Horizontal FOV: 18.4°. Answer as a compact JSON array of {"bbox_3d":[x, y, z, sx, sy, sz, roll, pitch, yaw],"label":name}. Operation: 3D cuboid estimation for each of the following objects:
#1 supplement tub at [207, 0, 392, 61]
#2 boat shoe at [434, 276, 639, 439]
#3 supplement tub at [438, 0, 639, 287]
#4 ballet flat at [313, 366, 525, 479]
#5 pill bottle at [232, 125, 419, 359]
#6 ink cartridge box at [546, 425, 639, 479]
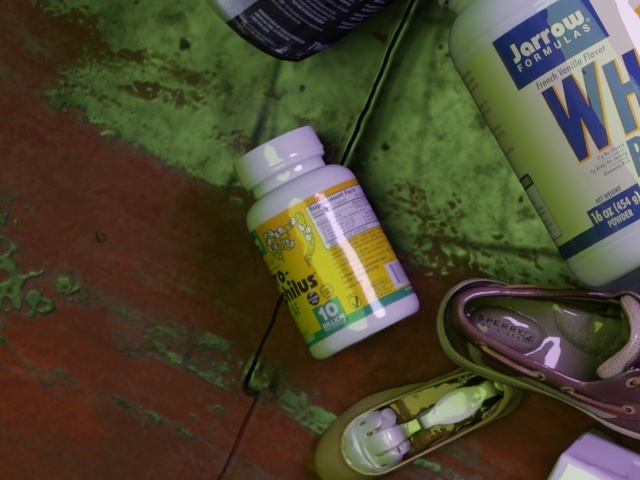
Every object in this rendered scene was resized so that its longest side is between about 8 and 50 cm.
[{"bbox_3d":[0.047,-0.331,1.803,0.338,0.207,0.207,-34,84,26],"label":"supplement tub"},{"bbox_3d":[0.277,0.105,1.810,0.342,0.123,0.123,18,80,-1],"label":"boat shoe"},{"bbox_3d":[0.260,-0.147,1.777,0.235,0.235,0.325,-30,85,13],"label":"supplement tub"},{"bbox_3d":[0.088,0.174,1.913,0.232,0.073,0.080,-29,87,13],"label":"ballet flat"},{"bbox_3d":[0.000,0.000,1.906,0.117,0.117,0.208,-28,86,13],"label":"pill bottle"},{"bbox_3d":[0.203,0.362,1.824,0.119,0.207,0.353,29,99,12],"label":"ink cartridge box"}]
